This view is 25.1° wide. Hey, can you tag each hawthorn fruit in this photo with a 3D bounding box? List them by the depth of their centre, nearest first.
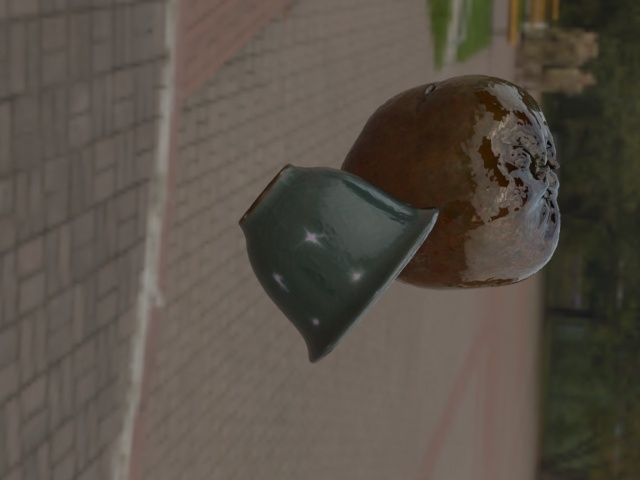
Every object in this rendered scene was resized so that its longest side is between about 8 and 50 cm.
[{"bbox_3d":[0.150,-0.064,1.808,0.267,0.300,0.268,34,51,-56],"label":"hawthorn fruit"}]

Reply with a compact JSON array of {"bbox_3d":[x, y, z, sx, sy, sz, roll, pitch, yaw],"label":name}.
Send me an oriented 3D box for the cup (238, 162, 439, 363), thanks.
[{"bbox_3d":[0.000,0.000,1.426,0.199,0.150,0.199,-50,-178,3],"label":"cup"}]
